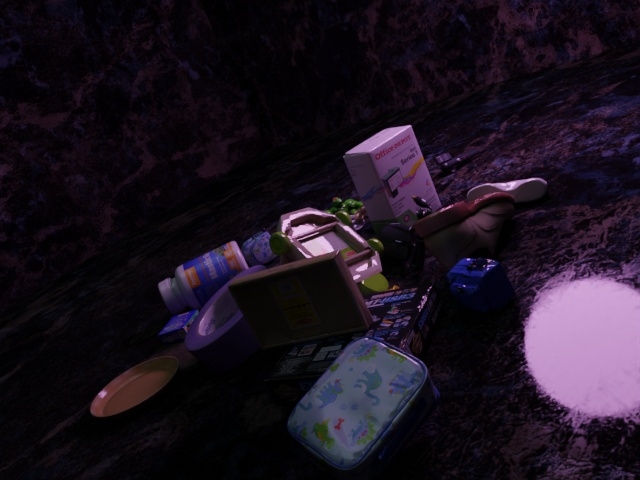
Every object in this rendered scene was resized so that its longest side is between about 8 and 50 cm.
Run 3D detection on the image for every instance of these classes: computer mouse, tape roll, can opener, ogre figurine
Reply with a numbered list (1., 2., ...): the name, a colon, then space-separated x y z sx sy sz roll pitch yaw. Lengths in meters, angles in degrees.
1. computer mouse: 0.208 -0.031 1.623 0.060 0.184 0.262 7 11 -15
2. tape roll: -0.204 0.189 1.537 0.274 0.090 0.275 -37 21 17
3. can opener: 0.494 -0.291 2.225 0.186 0.073 0.059 -21 7 -23
4. ogre figurine: 0.079 -0.087 2.117 0.197 0.097 0.118 -43 39 -10

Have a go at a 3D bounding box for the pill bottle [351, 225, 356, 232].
1. pill bottle: 0.000 0.000 1.899 0.221 0.124 0.124 -5 25 46

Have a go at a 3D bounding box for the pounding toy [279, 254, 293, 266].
1. pounding toy: -0.043 0.114 1.609 0.094 0.206 0.181 12 -15 -20

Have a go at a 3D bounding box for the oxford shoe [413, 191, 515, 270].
1. oxford shoe: 0.366 -0.019 1.501 0.396 0.147 0.140 -17 -9 -45

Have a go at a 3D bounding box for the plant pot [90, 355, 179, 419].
1. plant pot: -0.454 0.370 1.558 0.236 0.033 0.236 -22 18 8

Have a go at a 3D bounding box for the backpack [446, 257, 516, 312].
1. backpack: 0.312 0.088 1.274 0.101 0.098 0.120 -34 21 -20

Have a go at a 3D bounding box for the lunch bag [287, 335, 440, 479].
1. lunch bag: 0.070 0.269 0.989 0.176 0.090 0.219 18 57 46

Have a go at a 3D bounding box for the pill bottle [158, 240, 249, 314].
1. pill bottle: -0.358 0.123 1.954 0.271 0.153 0.152 -26 17 -6

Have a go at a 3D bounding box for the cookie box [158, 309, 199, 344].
1. cookie box: -0.406 0.252 1.826 0.091 0.040 0.107 -18 19 20

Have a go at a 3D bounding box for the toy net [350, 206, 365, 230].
1. toy net: 0.157 -0.092 2.017 0.232 0.122 0.045 -35 55 22

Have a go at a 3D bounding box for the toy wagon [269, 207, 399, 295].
1. toy wagon: 0.045 0.044 1.534 0.267 0.344 0.068 -20 -35 -48

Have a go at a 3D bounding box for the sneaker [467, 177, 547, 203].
1. sneaker: 0.513 -0.129 1.717 0.212 0.080 0.094 -7 11 27

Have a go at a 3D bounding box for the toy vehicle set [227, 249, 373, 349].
1. toy vehicle set: -0.045 0.127 1.279 0.266 0.166 0.035 -16 19 29

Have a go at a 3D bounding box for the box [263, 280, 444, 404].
1. box: 0.075 0.208 1.276 0.295 0.074 0.293 -14 19 31

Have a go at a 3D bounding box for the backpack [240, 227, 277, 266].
1. backpack: -0.205 0.032 2.104 0.114 0.105 0.084 -32 17 -10

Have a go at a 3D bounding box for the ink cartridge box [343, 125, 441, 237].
1. ink cartridge box: 0.218 -0.175 1.869 0.201 0.278 0.117 -35 20 -31
